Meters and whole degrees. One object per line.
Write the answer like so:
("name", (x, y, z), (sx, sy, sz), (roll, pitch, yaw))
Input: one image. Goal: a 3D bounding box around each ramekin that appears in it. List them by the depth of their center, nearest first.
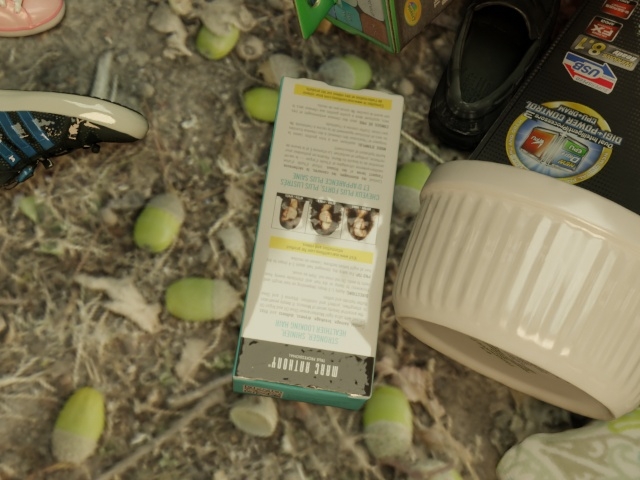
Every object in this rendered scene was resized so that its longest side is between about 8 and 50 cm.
("ramekin", (0.148, 0.041, 0.651), (0.207, 0.207, 0.109), (26, 79, 3))

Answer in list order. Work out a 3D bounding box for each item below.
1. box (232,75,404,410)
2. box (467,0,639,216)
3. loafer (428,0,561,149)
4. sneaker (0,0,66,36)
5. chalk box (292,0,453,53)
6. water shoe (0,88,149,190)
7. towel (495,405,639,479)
("box", (0.000, 0.000, 0.719), (0.100, 0.060, 0.244), (9, 71, -3))
("box", (0.285, -0.072, 0.727), (0.270, 0.060, 0.216), (29, 69, 27))
("loafer", (0.158, -0.179, 0.787), (0.076, 0.078, 0.223), (26, 70, 4))
("sneaker", (-0.278, -0.206, 0.755), (0.134, 0.070, 0.051), (7, 69, -5))
("chalk box", (0.043, -0.253, 0.756), (0.132, 0.132, 0.213), (36, 69, 28))
("water shoe", (-0.235, -0.076, 0.726), (0.203, 0.073, 0.080), (4, 93, -1))
("towel", (0.349, 0.223, 0.606), (0.374, 0.090, 0.320), (-14, 42, -11))
